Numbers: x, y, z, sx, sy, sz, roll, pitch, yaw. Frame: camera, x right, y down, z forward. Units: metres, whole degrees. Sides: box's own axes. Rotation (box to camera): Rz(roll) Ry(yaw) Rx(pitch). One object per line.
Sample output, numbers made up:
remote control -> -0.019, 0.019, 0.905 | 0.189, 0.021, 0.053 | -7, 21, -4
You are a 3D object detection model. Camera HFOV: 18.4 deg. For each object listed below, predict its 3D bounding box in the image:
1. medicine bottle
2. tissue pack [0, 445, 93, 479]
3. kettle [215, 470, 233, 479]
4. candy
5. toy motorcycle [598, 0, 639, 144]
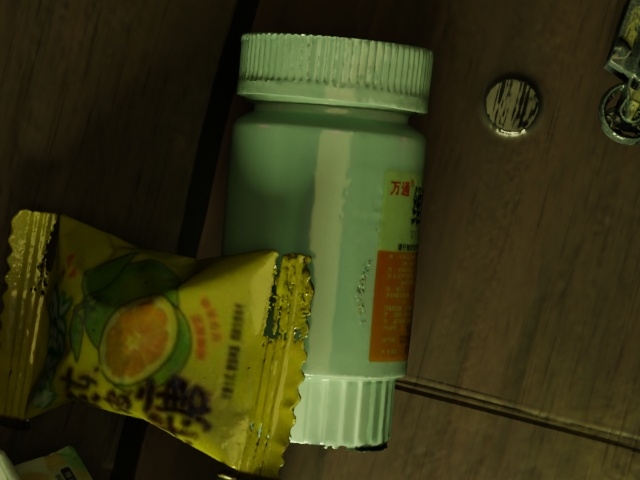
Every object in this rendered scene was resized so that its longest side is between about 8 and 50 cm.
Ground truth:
medicine bottle -> 0.000, 0.000, 1.566 | 0.158, 0.158, 0.318 | 5, 91, -7
tissue pack -> -0.203, 0.279, 1.502 | 0.159, 0.145, 0.229 | -18, 71, -36
kettle -> -0.074, 0.262, 1.570 | 0.098, 0.148, 0.127 | 38, 87, -5
candy -> -0.136, 0.081, 1.532 | 0.297, 0.081, 0.187 | 11, 93, 31
toy motorcycle -> 0.305, -0.162, 1.644 | 0.124, 0.061, 0.193 | 14, 82, 0
